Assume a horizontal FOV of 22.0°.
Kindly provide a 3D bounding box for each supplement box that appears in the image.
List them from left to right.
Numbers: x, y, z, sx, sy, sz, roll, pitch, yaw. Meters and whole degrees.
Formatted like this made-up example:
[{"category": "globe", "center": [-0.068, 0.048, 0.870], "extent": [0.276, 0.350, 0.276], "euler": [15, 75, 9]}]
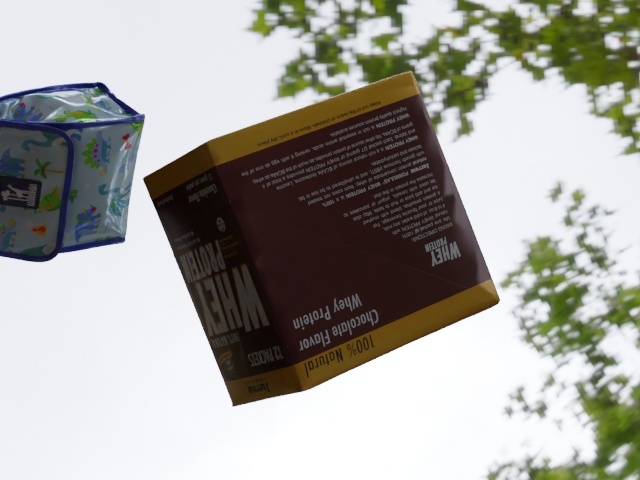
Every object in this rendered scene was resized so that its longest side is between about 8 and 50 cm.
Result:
[{"category": "supplement box", "center": [0.000, 0.000, 1.270], "extent": [0.129, 0.191, 0.194], "euler": [-21, -89, 61]}]

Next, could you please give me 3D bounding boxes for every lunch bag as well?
[{"category": "lunch bag", "center": [-0.233, -0.057, 1.386], "extent": [0.096, 0.151, 0.128], "euler": [37, -56, 41]}]
